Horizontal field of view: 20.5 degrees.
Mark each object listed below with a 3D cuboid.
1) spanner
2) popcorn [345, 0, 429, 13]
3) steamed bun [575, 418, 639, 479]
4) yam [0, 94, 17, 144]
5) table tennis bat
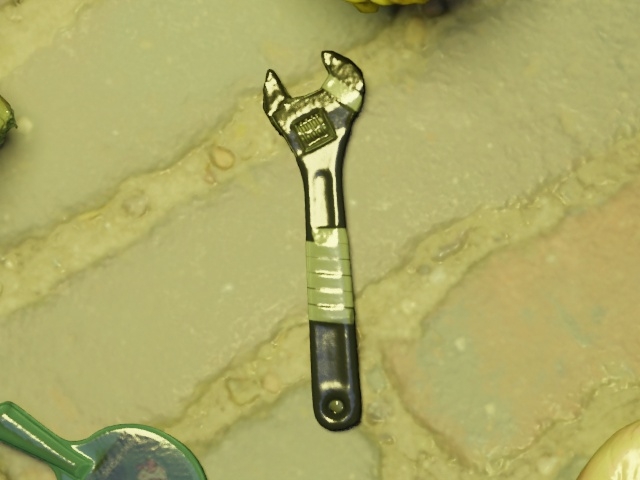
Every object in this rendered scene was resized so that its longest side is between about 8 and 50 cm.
[{"bbox_3d":[0.000,0.000,1.469,0.087,0.024,0.316,-3,88,4],"label":"spanner"},{"bbox_3d":[0.044,-0.325,1.336,0.312,0.312,0.312,0,87,2],"label":"popcorn"},{"bbox_3d":[0.250,0.256,1.372,0.152,0.170,0.239,-11,81,8],"label":"steamed bun"},{"bbox_3d":[-0.407,-0.114,1.406,0.271,0.202,0.201,49,126,-1],"label":"yam"},{"bbox_3d":[-0.186,0.196,1.462,0.201,0.033,0.124,32,87,-1],"label":"table tennis bat"}]
